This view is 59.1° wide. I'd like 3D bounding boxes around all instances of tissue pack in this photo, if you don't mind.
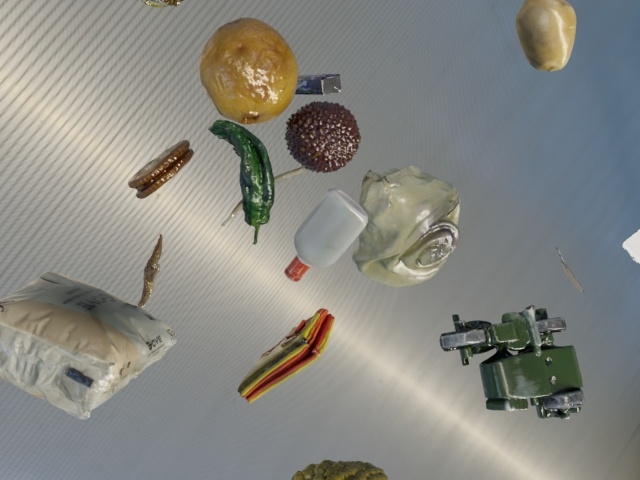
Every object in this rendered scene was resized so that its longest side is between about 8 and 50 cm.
[{"bbox_3d":[-0.559,0.218,1.285,0.375,0.390,0.195,-71,-176,-78],"label":"tissue pack"}]

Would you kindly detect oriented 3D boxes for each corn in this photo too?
[{"bbox_3d":[0.035,0.344,0.754,0.097,0.097,0.320,-54,153,-5],"label":"corn"}]

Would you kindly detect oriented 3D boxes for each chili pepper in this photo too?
[{"bbox_3d":[-0.149,-0.116,1.160,0.065,0.122,0.279,-24,108,-41],"label":"chili pepper"}]

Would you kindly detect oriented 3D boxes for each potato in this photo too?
[{"bbox_3d":[0.249,-0.230,0.623,0.068,0.062,0.083,-71,160,-71],"label":"potato"}]

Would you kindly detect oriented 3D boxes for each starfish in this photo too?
[{"bbox_3d":[-0.517,0.093,1.726,0.043,0.240,0.227,12,76,-23],"label":"starfish"}]

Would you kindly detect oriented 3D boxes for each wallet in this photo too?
[{"bbox_3d":[-0.075,0.239,1.201,0.241,0.067,0.141,-41,-172,32],"label":"wallet"}]

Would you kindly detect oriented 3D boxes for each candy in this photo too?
[{"bbox_3d":[-0.061,-0.509,1.845,0.088,0.312,0.061,-20,114,-36],"label":"candy"}]

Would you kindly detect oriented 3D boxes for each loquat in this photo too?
[{"bbox_3d":[-0.160,-0.377,1.270,0.238,0.238,0.193,-45,167,-14],"label":"loquat"}]

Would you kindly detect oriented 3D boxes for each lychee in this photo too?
[{"bbox_3d":[0.006,-0.240,1.330,0.188,0.188,0.188,-23,128,-33],"label":"lychee"}]

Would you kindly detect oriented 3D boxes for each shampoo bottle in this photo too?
[{"bbox_3d":[0.000,0.000,1.183,0.221,0.108,0.051,-51,177,25],"label":"shampoo bottle"}]

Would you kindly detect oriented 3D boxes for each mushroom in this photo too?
[{"bbox_3d":[-0.133,-0.136,1.467,0.306,0.068,0.043,-32,98,2],"label":"mushroom"}]

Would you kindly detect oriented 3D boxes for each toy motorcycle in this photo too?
[{"bbox_3d":[0.341,0.219,0.997,0.275,0.127,0.205,-5,78,-16],"label":"toy motorcycle"}]

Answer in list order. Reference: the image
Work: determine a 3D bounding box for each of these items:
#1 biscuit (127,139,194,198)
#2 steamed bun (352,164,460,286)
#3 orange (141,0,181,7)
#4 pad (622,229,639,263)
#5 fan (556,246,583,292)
[{"bbox_3d":[-0.455,-0.207,1.626,0.220,0.220,0.066,-43,112,-16],"label":"biscuit"},{"bbox_3d":[0.259,-0.025,1.537,0.346,0.237,0.394,-54,138,-9],"label":"steamed bun"},{"bbox_3d":[-0.344,-0.512,1.096,0.170,0.160,0.112,-7,107,-73],"label":"orange"},{"bbox_3d":[0.656,-0.032,0.989,0.156,0.004,0.232,31,115,-33],"label":"pad"},{"bbox_3d":[0.549,0.064,1.251,0.005,0.085,0.133,-33,115,10],"label":"fan"}]
